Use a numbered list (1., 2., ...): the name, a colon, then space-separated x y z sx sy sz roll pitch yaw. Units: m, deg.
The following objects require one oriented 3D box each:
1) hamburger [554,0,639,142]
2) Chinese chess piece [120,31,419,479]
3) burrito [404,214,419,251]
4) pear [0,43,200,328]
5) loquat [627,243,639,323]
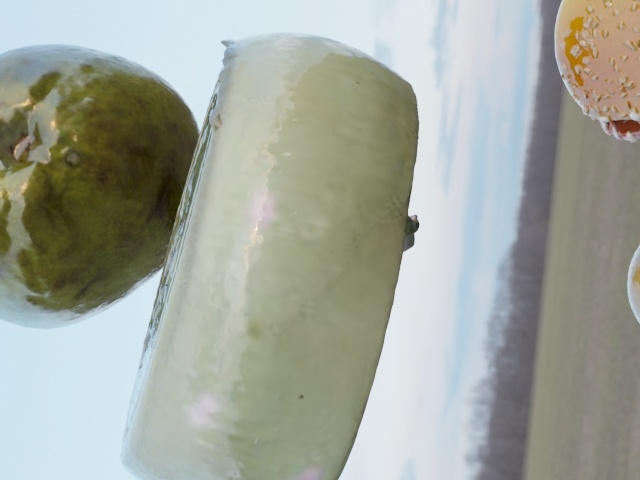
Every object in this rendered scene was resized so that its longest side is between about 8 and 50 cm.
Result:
1. hamburger: 0.400 -0.226 1.318 0.151 0.295 0.227 -47 -66 -40
2. Chinese chess piece: -0.029 0.017 0.633 0.250 0.101 0.250 -166 90 -82
3. burrito: 0.000 0.000 1.497 0.144 0.229 0.089 49 -145 -27
4. pear: -0.314 -0.070 1.459 0.413 0.352 0.351 95 -178 -81
5. loquat: 0.362 0.041 1.165 0.141 0.141 0.141 6 -90 -80
